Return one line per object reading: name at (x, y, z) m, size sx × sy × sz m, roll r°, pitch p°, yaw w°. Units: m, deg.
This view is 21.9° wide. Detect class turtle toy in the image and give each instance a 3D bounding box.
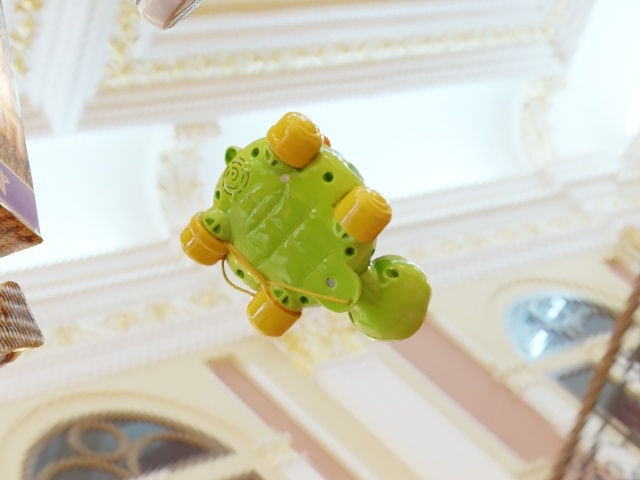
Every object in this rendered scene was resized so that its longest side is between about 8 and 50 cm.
turtle toy at (0.000, 0.000, 0.815) m, size 0.095 × 0.130 × 0.066 m, roll -46°, pitch -8°, yaw 23°

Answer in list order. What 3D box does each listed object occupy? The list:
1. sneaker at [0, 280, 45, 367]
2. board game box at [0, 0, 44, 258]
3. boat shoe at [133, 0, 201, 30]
sneaker at (-0.249, 0.066, 1.100) m, size 0.084 × 0.069 × 0.185 m, roll -29°, pitch -12°, yaw 6°
board game box at (-0.288, -0.113, 0.816) m, size 0.232 × 0.291 × 0.141 m, roll -18°, pitch -25°, yaw 10°
boat shoe at (-0.099, -0.315, 1.483) m, size 0.121 × 0.119 × 0.335 m, roll -40°, pitch 16°, yaw 46°
